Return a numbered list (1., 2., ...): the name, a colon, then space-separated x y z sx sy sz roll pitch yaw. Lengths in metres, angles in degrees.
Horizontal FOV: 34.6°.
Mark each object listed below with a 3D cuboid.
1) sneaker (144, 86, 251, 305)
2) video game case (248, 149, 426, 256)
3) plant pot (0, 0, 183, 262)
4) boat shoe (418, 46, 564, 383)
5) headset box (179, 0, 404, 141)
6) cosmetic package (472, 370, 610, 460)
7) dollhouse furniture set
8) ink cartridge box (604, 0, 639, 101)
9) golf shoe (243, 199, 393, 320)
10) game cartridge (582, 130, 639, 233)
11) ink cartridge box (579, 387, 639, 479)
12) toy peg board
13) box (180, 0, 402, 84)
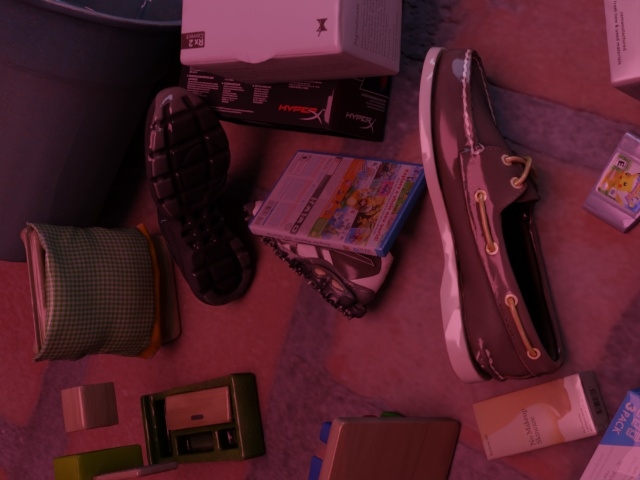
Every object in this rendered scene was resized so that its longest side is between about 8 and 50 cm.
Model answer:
1. sneaker: -0.156 -0.050 1.155 0.106 0.101 0.267 34 140 48
2. video game case: 0.019 -0.042 1.082 0.166 0.015 0.119 10 53 32
3. plant pot: -0.356 -0.175 1.230 0.341 0.341 0.334 37 115 31
4. boat shoe: 0.162 -0.029 0.971 0.096 0.116 0.324 -8 87 30
5. headset box: -0.025 -0.267 1.115 0.218 0.110 0.293 10 94 35
6. cosmetic package: 0.207 0.166 0.968 0.115 0.041 0.060 -24 74 32
7. dollhouse furniture set: -0.202 0.113 1.165 0.151 0.197 0.302 -15 79 35
8. ink cartridge box: 0.351 -0.167 0.821 0.203 0.148 0.086 -8 81 34
9. golf shoe: 0.000 0.000 1.117 0.198 0.077 0.094 39 87 32
10. game cartridge: 0.284 -0.052 0.943 0.056 0.017 0.083 35 107 28
11. ink cartridge box: 0.326 0.215 0.870 0.181 0.061 0.104 32 106 32
12. toy peg board: 0.040 0.244 1.021 0.079 0.160 0.161 19 99 50
13. box: -0.026 -0.249 0.976 0.181 0.119 0.182 2 89 31
